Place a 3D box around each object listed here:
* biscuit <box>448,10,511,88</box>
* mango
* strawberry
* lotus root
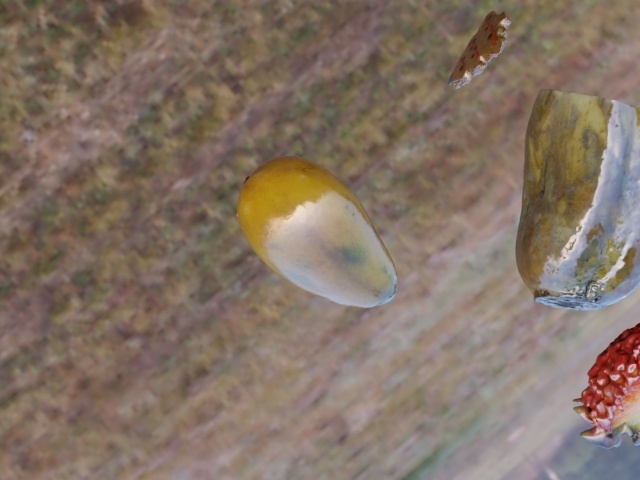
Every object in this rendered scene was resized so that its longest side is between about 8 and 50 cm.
[{"bbox_3d":[0.217,-0.260,1.834,0.130,0.019,0.119,-52,-163,26],"label":"biscuit"},{"bbox_3d":[-0.004,-0.002,1.132,0.089,0.111,0.163,-53,132,-22],"label":"mango"},{"bbox_3d":[0.509,0.164,1.932,0.233,0.137,0.306,8,129,-41],"label":"strawberry"},{"bbox_3d":[0.428,-0.060,2.112,0.250,0.250,0.346,36,66,-82],"label":"lotus root"}]
